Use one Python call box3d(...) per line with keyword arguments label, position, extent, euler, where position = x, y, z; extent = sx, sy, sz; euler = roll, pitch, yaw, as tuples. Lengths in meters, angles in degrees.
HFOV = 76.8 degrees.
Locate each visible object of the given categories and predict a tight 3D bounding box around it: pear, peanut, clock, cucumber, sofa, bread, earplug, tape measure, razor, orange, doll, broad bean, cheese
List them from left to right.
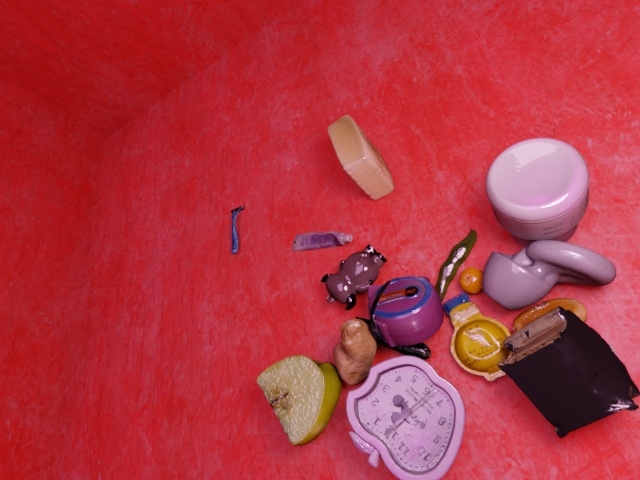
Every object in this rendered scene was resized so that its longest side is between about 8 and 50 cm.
box3d(label="razor", position=(-0.413, -0.052, 1.947), extent=(0.082, 0.042, 0.253), euler=(-17, 61, 25))
box3d(label="pear", position=(-0.048, 0.511, 1.377), extent=(0.292, 0.159, 0.292), euler=(-11, 65, 25))
box3d(label="doll", position=(0.118, 0.132, 1.466), extent=(0.257, 0.117, 0.182), euler=(-50, 48, 2))
box3d(label="peanut", position=(0.111, 0.358, 1.304), extent=(0.137, 0.253, 0.122), euler=(14, 32, 7))
box3d(label="cheese", position=(0.160, -0.315, 1.551), extent=(0.124, 0.265, 0.242), euler=(-33, 55, 16))
box3d(label="cucumber", position=(0.226, 0.322, 1.337), extent=(0.303, 0.072, 0.081), euler=(12, 30, 33))
box3d(label="tape measure", position=(0.267, 0.214, 1.278), extent=(0.231, 0.149, 0.245), euler=(-15, 27, 20))
box3d(label="clock", position=(0.249, 0.512, 1.173), extent=(0.338, 0.102, 0.338), euler=(-6, 70, 17))
box3d(label="broad bean", position=(0.432, 0.088, 1.330), extent=(0.060, 0.043, 0.297), euler=(28, 86, 23))
box3d(label="orange", position=(0.477, 0.125, 1.266), extent=(0.083, 0.070, 0.083), euler=(-16, 62, 32))
box3d(label="cheese", position=(0.462, 0.280, 1.205), extent=(0.177, 0.069, 0.270), euler=(-33, 52, 15))
box3d(label="earplug", position=(0.612, 0.092, 1.110), extent=(0.325, 0.214, 0.175), euler=(-17, 59, 36))
box3d(label="bread", position=(0.630, 0.223, 1.110), extent=(0.189, 0.077, 0.114), euler=(-28, 35, 19))
box3d(label="sofa", position=(0.606, 0.319, 1.004), extent=(0.258, 0.182, 0.200), euler=(50, 122, 12))

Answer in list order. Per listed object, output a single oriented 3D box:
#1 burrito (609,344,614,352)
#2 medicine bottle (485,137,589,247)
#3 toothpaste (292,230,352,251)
box3d(label="burrito", position=(0.678, 0.308, 1.068), extent=(0.171, 0.042, 0.051), euler=(-17, 71, 28))
box3d(label="medicine bottle", position=(0.613, -0.115, 1.140), extent=(0.241, 0.302, 0.241), euler=(-14, 61, 27))
box3d(label="toothpaste", position=(0.000, 0.000, 1.651), extent=(0.301, 0.048, 0.075), euler=(-4, 94, 39))
